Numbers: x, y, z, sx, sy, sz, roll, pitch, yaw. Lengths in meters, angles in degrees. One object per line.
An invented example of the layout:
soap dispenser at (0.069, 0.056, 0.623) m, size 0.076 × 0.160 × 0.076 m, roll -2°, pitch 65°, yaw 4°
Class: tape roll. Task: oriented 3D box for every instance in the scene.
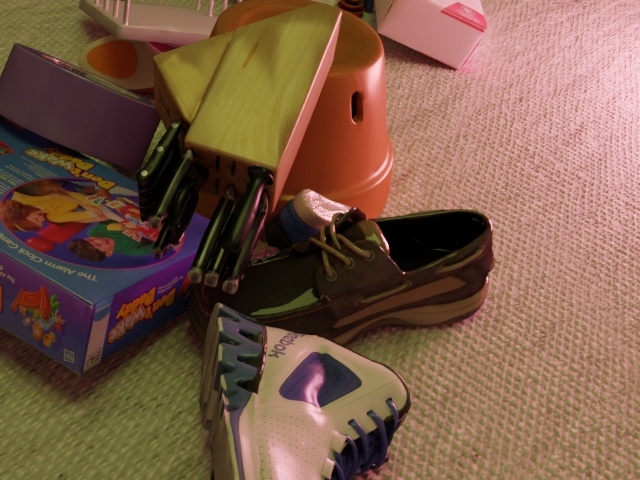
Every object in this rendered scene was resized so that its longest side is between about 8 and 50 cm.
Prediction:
tape roll at (-0.286, -0.158, 1.202) m, size 0.189 × 0.080 × 0.189 m, roll 25°, pitch 6°, yaw -3°

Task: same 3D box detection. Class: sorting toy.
sorting toy at (0.063, -0.416, 1.736) m, size 0.061 × 0.042 × 0.102 m, roll 12°, pitch 37°, yaw 1°

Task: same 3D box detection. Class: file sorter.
file sorter at (-0.212, -0.381, 1.433) m, size 0.192 × 0.173 × 0.277 m, roll 1°, pitch 19°, yaw -25°

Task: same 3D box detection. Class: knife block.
knife block at (-0.060, -0.089, 1.006) m, size 0.275 × 0.088 × 0.242 m, roll -22°, pitch 68°, yaw -18°

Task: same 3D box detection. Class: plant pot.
plant pot at (-0.040, -0.163, 1.246) m, size 0.290 × 0.204 × 0.291 m, roll 7°, pitch 38°, yaw -5°

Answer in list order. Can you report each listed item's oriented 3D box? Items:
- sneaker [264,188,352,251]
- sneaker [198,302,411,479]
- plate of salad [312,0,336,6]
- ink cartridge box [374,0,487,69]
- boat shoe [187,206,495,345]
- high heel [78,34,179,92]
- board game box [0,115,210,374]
sneaker at (0.000, -0.001, 1.166) m, size 0.152 × 0.084 × 0.058 m, roll 24°, pitch 38°, yaw -47°
sneaker at (-0.003, 0.174, 0.869) m, size 0.182 × 0.128 × 0.316 m, roll 5°, pitch 36°, yaw -13°
plate of salad at (-0.069, -0.429, 1.714) m, size 0.199 × 0.048 × 0.200 m, roll 16°, pitch 35°, yaw -12°
ink cartridge box at (0.174, -0.392, 1.664) m, size 0.158 × 0.092 × 0.218 m, roll 22°, pitch 36°, yaw -15°
boat shoe at (0.029, 0.026, 1.076) m, size 0.355 × 0.130 × 0.132 m, roll -11°, pitch 42°, yaw -27°
high heel at (-0.211, -0.240, 1.433) m, size 0.244 × 0.082 × 0.117 m, roll 0°, pitch -4°, yaw 11°
board game box at (-0.298, -0.017, 1.051) m, size 0.347 × 0.078 × 0.233 m, roll 27°, pitch 28°, yaw 20°
